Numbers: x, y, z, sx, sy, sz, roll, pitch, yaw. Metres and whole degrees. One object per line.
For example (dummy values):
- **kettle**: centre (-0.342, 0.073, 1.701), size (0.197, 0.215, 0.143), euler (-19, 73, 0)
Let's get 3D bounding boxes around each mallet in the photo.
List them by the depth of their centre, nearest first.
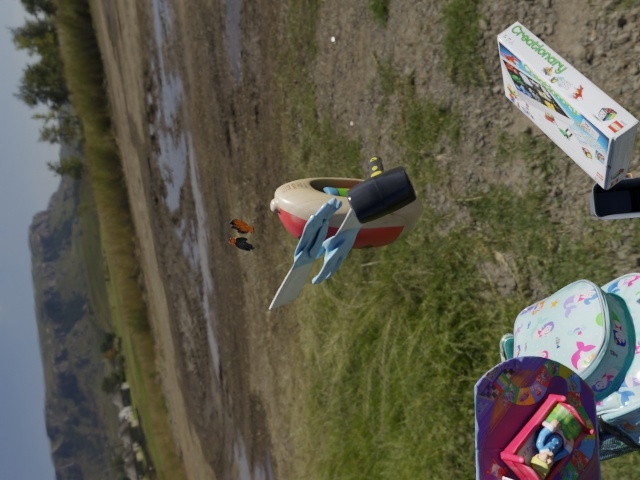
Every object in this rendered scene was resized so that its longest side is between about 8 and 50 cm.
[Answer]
- **mallet**: centre (0.070, -0.070, 0.577), size (0.039, 0.062, 0.189), euler (63, -161, -16)

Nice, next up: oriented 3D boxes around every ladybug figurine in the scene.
- **ladybug figurine**: centre (0.075, -0.076, 1.562), size (0.305, 0.450, 0.161), euler (-121, 36, -64)

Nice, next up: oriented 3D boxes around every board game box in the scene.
- **board game box**: centre (0.205, 0.189, 0.481), size (0.033, 0.133, 0.168), euler (146, 128, -70)
- **board game box**: centre (0.453, -0.251, 1.014), size (0.305, 0.053, 0.193), euler (58, -172, 30)

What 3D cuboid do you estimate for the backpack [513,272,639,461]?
- **backpack**: centre (0.400, 0.166, 0.750), size (0.253, 0.191, 0.225), euler (-39, 22, 45)

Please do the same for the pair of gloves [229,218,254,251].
- **pair of gloves**: centre (-0.197, -0.014, 1.361), size (0.010, 0.074, 0.083), euler (-31, 50, 39)

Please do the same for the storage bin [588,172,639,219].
- **storage bin**: centre (0.657, -0.094, 1.185), size (0.091, 0.135, 0.098), euler (11, -105, -79)

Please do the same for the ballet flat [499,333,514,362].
- **ballet flat**: centre (0.507, 0.333, 1.417), size (0.070, 0.070, 0.188), euler (-175, 78, -67)

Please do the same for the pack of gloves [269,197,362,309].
- **pack of gloves**: centre (0.000, 0.000, 0.960), size (0.046, 0.195, 0.232), euler (40, 123, 23)
